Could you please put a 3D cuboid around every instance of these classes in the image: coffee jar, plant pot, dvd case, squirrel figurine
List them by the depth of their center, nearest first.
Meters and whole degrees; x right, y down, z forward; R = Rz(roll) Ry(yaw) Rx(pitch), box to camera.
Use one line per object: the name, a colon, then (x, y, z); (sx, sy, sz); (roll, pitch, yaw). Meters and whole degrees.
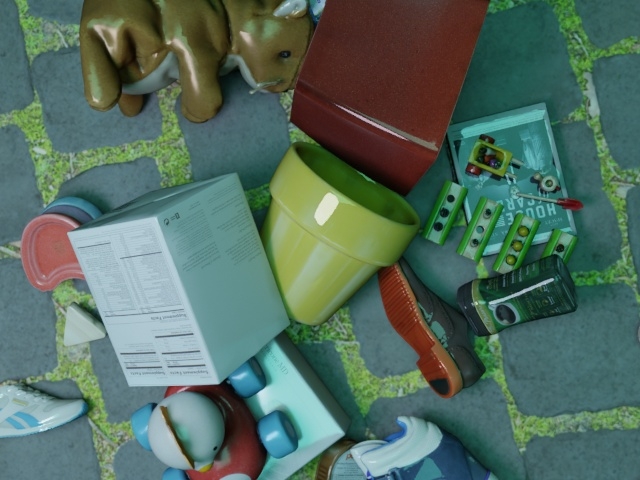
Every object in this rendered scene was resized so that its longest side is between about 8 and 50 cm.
plant pot: (0.091, -0.256, 1.366); (0.235, 0.267, 0.267); (20, 79, -2)
coffee jar: (0.322, 0.094, 1.412); (0.184, 0.079, 0.096); (-20, 118, 25)
plant pot: (0.000, 0.000, 1.424); (0.254, 0.254, 0.239); (35, 107, 7)
squirrel figurine: (-0.199, -0.399, 1.449); (0.370, 0.281, 0.397); (-7, 89, 0)
dvd case: (0.329, -0.104, 1.486); (0.179, 0.029, 0.239); (-13, 85, 7)

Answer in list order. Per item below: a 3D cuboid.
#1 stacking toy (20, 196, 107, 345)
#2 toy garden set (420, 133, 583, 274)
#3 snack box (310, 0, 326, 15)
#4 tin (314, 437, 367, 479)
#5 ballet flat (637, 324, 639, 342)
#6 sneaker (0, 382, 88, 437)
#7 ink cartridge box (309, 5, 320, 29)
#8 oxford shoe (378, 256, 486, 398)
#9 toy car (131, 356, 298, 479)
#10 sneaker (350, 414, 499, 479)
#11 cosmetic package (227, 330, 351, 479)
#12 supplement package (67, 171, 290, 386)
stacking toy: (-0.360, 0.041, 1.548); (0.309, 0.130, 0.279); (-4, 113, 9)
toy garden set: (0.322, -0.048, 1.443); (0.244, 0.049, 0.204); (24, 93, 6)
snack box: (-0.001, -0.456, 1.458); (0.037, 0.100, 0.141); (-25, 89, 34)
tin: (0.036, 0.435, 1.461); (0.040, 0.106, 0.190); (10, 89, 48)
ballet flat: (0.687, 0.175, 1.391); (0.316, 0.106, 0.107); (10, 88, 7)
sneaker: (-0.534, 0.302, 1.541); (0.228, 0.087, 0.092); (-8, 84, 4)
ink cartridge box: (0.081, -0.541, 1.519); (0.330, 0.071, 0.324); (-32, 84, 3)
oxford shoe: (0.187, 0.133, 1.476); (0.098, 0.097, 0.271); (-21, 77, -27)
toy car: (-0.182, 0.300, 1.284); (0.219, 0.238, 0.210); (-29, 84, 7)
sneaker: (0.121, 0.451, 1.431); (0.236, 0.130, 0.323); (37, 90, 6)
cosmetic package: (-0.104, 0.297, 1.464); (0.224, 0.138, 0.224); (-38, 84, 2)
supplement package: (-0.212, 0.062, 1.317); (0.198, 0.199, 0.263); (-8, 107, 35)
